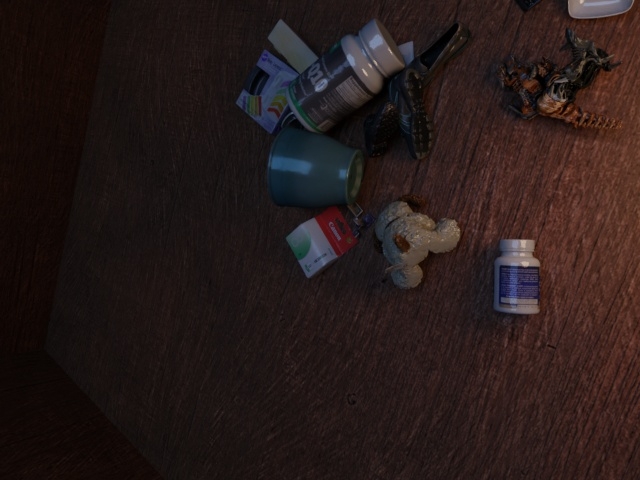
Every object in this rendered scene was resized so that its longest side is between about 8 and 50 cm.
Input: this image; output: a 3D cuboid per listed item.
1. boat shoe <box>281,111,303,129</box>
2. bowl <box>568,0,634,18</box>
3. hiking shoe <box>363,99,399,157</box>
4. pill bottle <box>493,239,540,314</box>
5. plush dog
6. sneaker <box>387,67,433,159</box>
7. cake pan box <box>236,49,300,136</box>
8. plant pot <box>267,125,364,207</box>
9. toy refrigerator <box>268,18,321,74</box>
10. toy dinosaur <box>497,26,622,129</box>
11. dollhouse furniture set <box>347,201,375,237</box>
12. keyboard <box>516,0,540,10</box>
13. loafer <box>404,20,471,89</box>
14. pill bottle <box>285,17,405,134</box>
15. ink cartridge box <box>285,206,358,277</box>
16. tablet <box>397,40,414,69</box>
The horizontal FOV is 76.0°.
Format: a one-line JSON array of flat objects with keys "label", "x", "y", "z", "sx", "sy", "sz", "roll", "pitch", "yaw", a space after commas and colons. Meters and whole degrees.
[{"label": "boat shoe", "x": -0.109, "y": -0.366, "z": 1.481, "sx": 0.228, "sy": 0.081, "sz": 0.069, "roll": 123, "pitch": 145, "yaw": -56}, {"label": "bowl", "x": 0.686, "y": -0.622, "z": 0.991, "sx": 0.142, "sy": 0.053, "sz": 0.142, "roll": 14, "pitch": 133, "yaw": 35}, {"label": "hiking shoe", "x": 0.171, "y": -0.361, "z": 1.275, "sx": 0.227, "sy": 0.086, "sz": 0.114, "roll": 106, "pitch": 143, "yaw": -62}, {"label": "pill bottle", "x": 0.511, "y": 0.092, "z": 1.068, "sx": 0.111, "sy": 0.112, "sz": 0.187, "roll": 1, "pitch": 89, "yaw": 34}, {"label": "plush dog", "x": 0.242, "y": -0.020, "z": 1.229, "sx": 0.262, "sy": 0.210, "sz": 0.225, "roll": -51, "pitch": 36, "yaw": 19}, {"label": "sneaker", "x": 0.272, "y": -0.379, "z": 1.258, "sx": 0.106, "sy": 0.101, "sz": 0.268, "roll": 0, "pitch": 103, "yaw": 54}, {"label": "cake pan box", "x": -0.190, "y": -0.577, "z": 1.602, "sx": 0.267, "sy": 0.070, "sz": 0.246, "roll": 46, "pitch": 110, "yaw": 27}, {"label": "plant pot", "x": -0.001, "y": -0.226, "z": 1.352, "sx": 0.255, "sy": 0.271, "sz": 0.272, "roll": 12, "pitch": 94, "yaw": 20}, {"label": "toy refrigerator", "x": -0.076, "y": -0.683, "z": 1.507, "sx": 0.094, "sy": 0.102, "sz": 0.270, "roll": -47, "pitch": 65, "yaw": 23}, {"label": "toy dinosaur", "x": 0.608, "y": -0.387, "z": 1.033, "sx": 0.322, "sy": 0.164, "sz": 0.218, "roll": 38, "pitch": 124, "yaw": 10}, {"label": "dollhouse furniture set", "x": 0.103, "y": -0.081, "z": 1.369, "sx": 0.091, "sy": 0.081, "sz": 0.114, "roll": -47, "pitch": 64, "yaw": 23}, {"label": "keyboard", "x": 0.557, "y": -0.733, "z": 1.121, "sx": 0.100, "sy": 0.038, "sz": 0.192, "roll": -32, "pitch": 71, "yaw": 28}, {"label": "loafer", "x": 0.325, "y": -0.547, "z": 1.239, "sx": 0.267, "sy": 0.084, "sz": 0.096, "roll": -41, "pitch": 67, "yaw": 26}, {"label": "pill bottle", "x": 0.078, "y": -0.526, "z": 1.335, "sx": 0.361, "sy": 0.204, "sz": 0.204, "roll": -30, "pitch": 72, "yaw": 29}, {"label": "ink cartridge box", "x": 0.000, "y": 0.000, "z": 1.455, "sx": 0.224, "sy": 0.056, "sz": 0.181, "roll": -42, "pitch": 67, "yaw": 27}, {"label": "tablet", "x": 0.275, "y": -0.596, "z": 1.323, "sx": 0.054, "sy": 0.006, "sz": 0.083, "roll": -5, "pitch": 84, "yaw": 34}]
